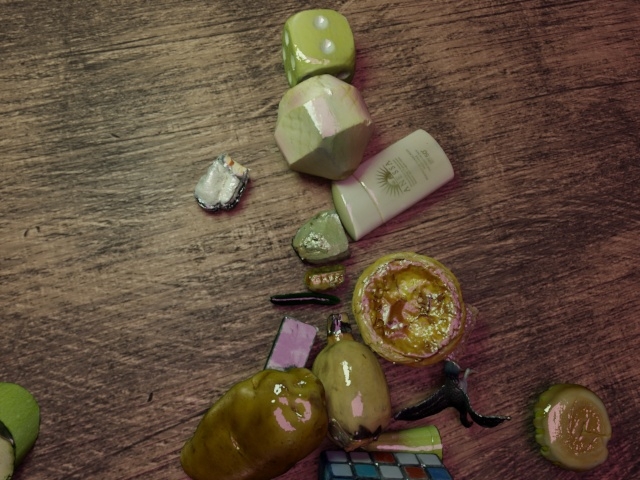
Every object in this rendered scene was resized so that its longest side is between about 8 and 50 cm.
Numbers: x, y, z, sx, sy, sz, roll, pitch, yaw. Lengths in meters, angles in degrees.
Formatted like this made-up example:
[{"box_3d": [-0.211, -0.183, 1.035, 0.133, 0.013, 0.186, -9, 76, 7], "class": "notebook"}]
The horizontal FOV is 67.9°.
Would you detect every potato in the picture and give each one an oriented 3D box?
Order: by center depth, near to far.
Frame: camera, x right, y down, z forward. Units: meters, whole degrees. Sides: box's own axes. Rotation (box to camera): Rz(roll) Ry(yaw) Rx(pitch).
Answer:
[{"box_3d": [-0.147, 0.414, 1.022, 0.369, 0.176, 0.195, -37, 117, 14], "class": "potato"}]

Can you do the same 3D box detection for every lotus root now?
[{"box_3d": [0.062, 0.321, 1.110, 0.183, 0.182, 0.309, -7, 63, -11], "class": "lotus root"}, {"box_3d": [0.001, 0.001, 1.227, 0.144, 0.070, 0.143, -27, 83, -14], "class": "lotus root"}]

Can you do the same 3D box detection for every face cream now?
[{"box_3d": [0.185, -0.156, 1.289, 0.349, 0.081, 0.173, -32, 84, -15], "class": "face cream"}]

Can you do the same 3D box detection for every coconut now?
[{"box_3d": [0.016, -0.273, 1.207, 0.259, 0.259, 0.259, 2, 77, -10], "class": "coconut"}]

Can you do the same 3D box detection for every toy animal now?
[{"box_3d": [0.351, 0.390, 1.163, 0.197, 0.273, 0.160, 32, 63, -43], "class": "toy animal"}]

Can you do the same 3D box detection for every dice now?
[{"box_3d": [-0.007, -0.503, 1.290, 0.169, 0.166, 0.169, -11, 80, -12], "class": "dice"}]

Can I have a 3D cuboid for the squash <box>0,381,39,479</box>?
[{"box_3d": [-0.725, 0.423, 1.002, 0.220, 0.133, 0.220, 0, 93, -6], "class": "squash"}]

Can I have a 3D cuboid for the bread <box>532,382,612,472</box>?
[{"box_3d": [0.632, 0.473, 1.213, 0.214, 0.105, 0.213, 1, 80, -7], "class": "bread"}]

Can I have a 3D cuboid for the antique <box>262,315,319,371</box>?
[{"box_3d": [-0.080, 0.283, 1.141, 0.088, 0.086, 0.182, 23, 75, -4], "class": "antique"}]

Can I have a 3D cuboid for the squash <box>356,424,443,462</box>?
[{"box_3d": [0.178, 0.490, 1.146, 0.224, 0.094, 0.094, 4, 77, -3], "class": "squash"}]

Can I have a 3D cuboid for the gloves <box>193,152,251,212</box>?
[{"box_3d": [-0.249, -0.140, 1.216, 0.114, 0.070, 0.153, 34, 81, -10], "class": "gloves"}]

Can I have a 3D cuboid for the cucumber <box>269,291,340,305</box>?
[{"box_3d": [-0.039, 0.148, 1.207, 0.184, 0.033, 0.036, 1, 52, -10], "class": "cucumber"}]

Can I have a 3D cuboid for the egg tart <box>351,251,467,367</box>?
[{"box_3d": [0.218, 0.174, 1.200, 0.291, 0.115, 0.290, 0, 76, 0], "class": "egg tart"}]

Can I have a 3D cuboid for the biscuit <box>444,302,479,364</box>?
[{"box_3d": [0.353, 0.240, 1.237, 0.082, 0.070, 0.168, 29, 78, 5], "class": "biscuit"}]

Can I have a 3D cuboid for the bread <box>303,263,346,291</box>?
[{"box_3d": [0.012, 0.097, 1.213, 0.110, 0.060, 0.066, -8, 64, -12], "class": "bread"}]

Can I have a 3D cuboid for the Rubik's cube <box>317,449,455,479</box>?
[{"box_3d": [0.139, 0.630, 0.962, 0.293, 0.287, 0.291, 4, 96, -8], "class": "Rubik's cube"}]
